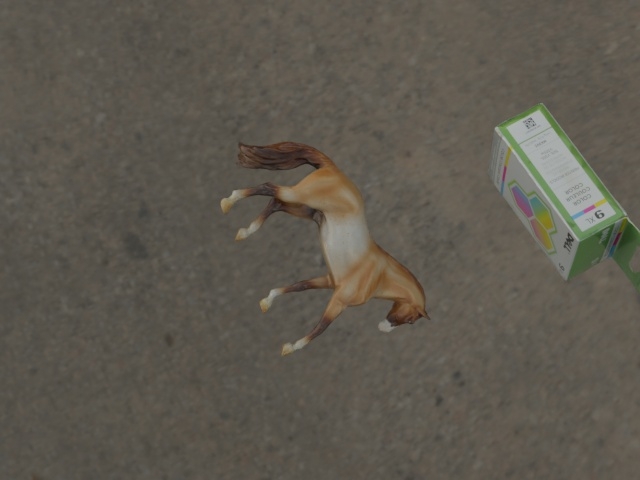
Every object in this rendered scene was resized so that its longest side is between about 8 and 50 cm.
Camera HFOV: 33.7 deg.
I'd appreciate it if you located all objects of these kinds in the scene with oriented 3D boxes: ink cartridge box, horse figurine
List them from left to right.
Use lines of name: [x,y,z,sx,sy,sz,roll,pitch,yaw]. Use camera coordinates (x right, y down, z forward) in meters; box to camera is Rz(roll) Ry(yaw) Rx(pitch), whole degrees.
horse figurine: [0.000,0.000,1.146,0.174,0.066,0.263,-23,95,-5]
ink cartridge box: [0.258,-0.029,1.100,0.062,0.109,0.209,-29,67,-7]
